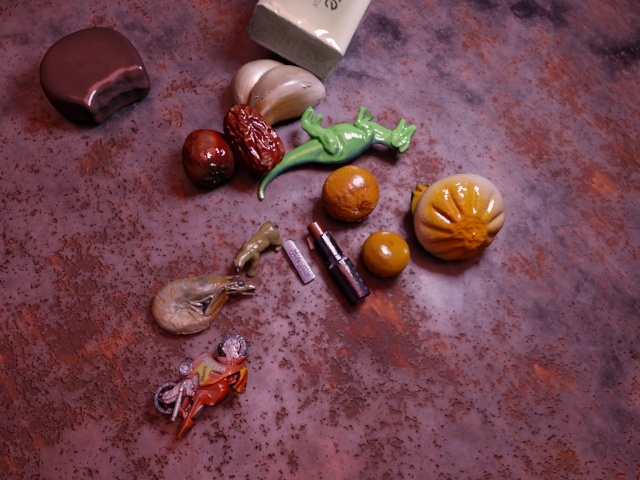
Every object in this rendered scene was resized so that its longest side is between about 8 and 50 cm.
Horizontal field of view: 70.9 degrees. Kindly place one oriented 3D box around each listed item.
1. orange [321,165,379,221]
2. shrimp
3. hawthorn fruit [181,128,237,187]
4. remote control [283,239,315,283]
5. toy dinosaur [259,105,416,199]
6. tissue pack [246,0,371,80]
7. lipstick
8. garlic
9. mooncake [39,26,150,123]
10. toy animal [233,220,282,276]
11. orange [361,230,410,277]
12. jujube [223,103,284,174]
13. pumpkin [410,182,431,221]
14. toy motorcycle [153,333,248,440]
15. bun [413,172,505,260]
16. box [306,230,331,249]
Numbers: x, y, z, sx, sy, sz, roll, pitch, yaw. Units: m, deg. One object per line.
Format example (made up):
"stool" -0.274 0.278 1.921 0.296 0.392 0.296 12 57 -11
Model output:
"orange" 0.096 -0.155 1.472 0.194 0.193 0.161 -19 47 -13
"shrimp" -0.346 0.188 1.347 0.318 0.077 0.168 -7 80 -5
"hawthorn fruit" -0.383 -0.289 1.477 0.181 0.181 0.235 -30 64 -17
"remote control" -0.072 0.066 1.447 0.044 0.027 0.152 -27 76 -22
"toy dinosaur" 0.061 -0.269 1.563 0.375 0.144 0.499 30 82 5
"tissue pack" -0.013 -0.823 1.559 0.332 0.205 0.404 27 73 -10
"lipstick" 0.051 0.067 1.428 0.081 0.081 0.299 -30 78 -17
"garlic" -0.158 -0.521 1.588 0.313 0.286 0.249 -38 122 -13
"mooncake" -0.748 -0.553 1.529 0.334 0.174 0.325 16 71 -4
"toy animal" -0.201 0.022 1.407 0.103 0.101 0.218 41 70 8
"orange" 0.207 0.045 1.437 0.156 0.124 0.156 8 52 -11
"jujube" -0.219 -0.325 1.451 0.155 0.155 0.230 -43 100 -19
"pumpkin" 0.401 -0.106 1.546 0.254 0.149 0.130 5 28 -13
"toy motorcycle" -0.312 0.397 1.253 0.298 0.089 0.171 -37 78 -18
"bun" 0.447 -0.056 1.414 0.299 0.298 0.164 0 29 -7
"box" 0.000 0.000 1.487 0.083 0.012 0.046 -14 72 -13
